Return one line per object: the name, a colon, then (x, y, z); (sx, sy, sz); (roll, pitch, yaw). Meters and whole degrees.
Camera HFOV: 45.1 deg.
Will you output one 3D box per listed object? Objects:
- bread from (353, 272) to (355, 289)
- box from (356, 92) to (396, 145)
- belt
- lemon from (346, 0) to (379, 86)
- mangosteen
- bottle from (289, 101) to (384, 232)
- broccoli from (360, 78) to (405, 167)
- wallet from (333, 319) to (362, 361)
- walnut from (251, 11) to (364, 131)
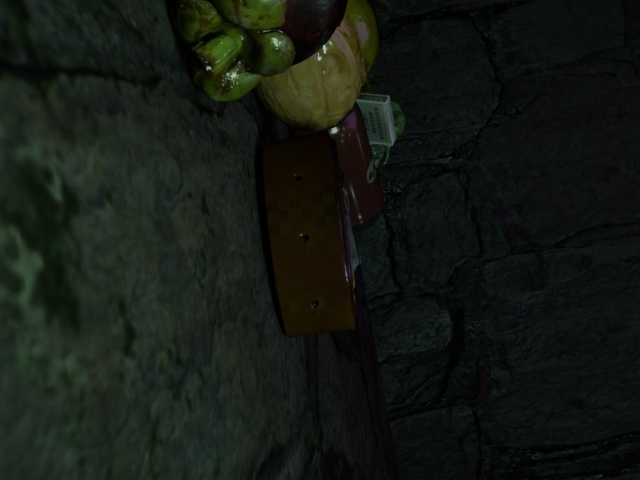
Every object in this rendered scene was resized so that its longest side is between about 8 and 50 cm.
bread: (0.002, 0.000, 1.150); (0.173, 0.085, 0.134); (72, 9, -57)
box: (0.041, -0.234, 1.453); (0.109, 0.198, 0.029); (73, 33, -49)
belt: (-0.009, -0.008, 0.967); (0.184, 0.105, 0.261); (74, 7, -59)
lemon: (-0.008, -0.322, 1.191); (0.248, 0.184, 0.184); (63, -2, 26)
mangosteen: (-0.058, -0.214, 0.663); (0.166, 0.166, 0.180); (70, 36, -61)
bottle: (0.025, -0.171, 1.405); (0.336, 0.144, 0.144); (73, 8, -46)
broccoli: (0.068, -0.233, 1.629); (0.261, 0.241, 0.269); (61, -35, 31)
wallet: (0.036, 0.091, 1.566); (0.165, 0.042, 0.309); (71, 9, -46)
walnut: (-0.021, -0.240, 1.020); (0.207, 0.159, 0.159); (63, 17, -50)
